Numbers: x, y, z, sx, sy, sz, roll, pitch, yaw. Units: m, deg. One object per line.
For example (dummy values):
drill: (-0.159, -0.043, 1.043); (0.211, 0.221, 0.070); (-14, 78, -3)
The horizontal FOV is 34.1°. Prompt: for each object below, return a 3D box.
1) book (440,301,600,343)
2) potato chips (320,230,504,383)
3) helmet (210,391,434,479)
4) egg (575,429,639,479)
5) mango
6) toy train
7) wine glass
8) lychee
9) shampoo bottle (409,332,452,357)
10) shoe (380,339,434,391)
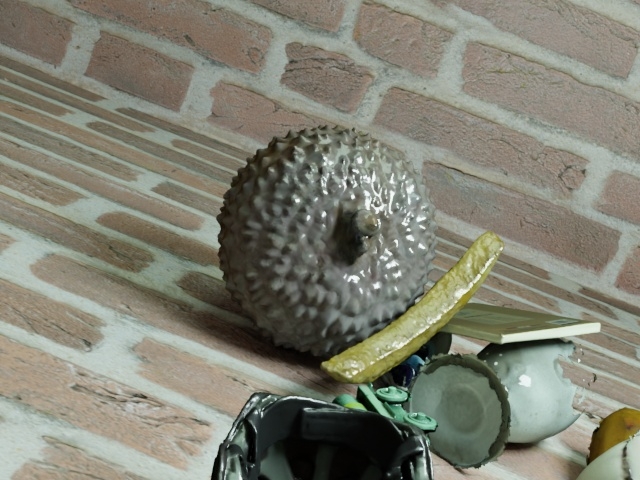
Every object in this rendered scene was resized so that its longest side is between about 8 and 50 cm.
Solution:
book: (0.278, 0.136, 1.749); (0.217, 0.021, 0.310); (-3, 5, -33)
potato chips: (0.157, 0.118, 1.631); (0.057, 0.080, 0.407); (32, 52, 32)
helmet: (-0.006, 0.286, 1.031); (0.225, 0.177, 0.305); (16, 20, 2)
egg: (0.411, 0.395, 1.282); (0.264, 0.174, 0.286); (11, 42, -47)
mango: (0.495, 0.341, 1.629); (0.156, 0.151, 0.248); (-11, 11, 13)
toy train: (0.079, 0.262, 1.464); (0.132, 0.083, 0.200); (4, 10, -17)
wine glass: (0.293, 0.242, 1.659); (0.190, 0.190, 0.357); (30, 19, 33)
lychee: (0.000, 0.000, 1.737); (0.380, 0.380, 0.432); (16, -9, -19)
shampoo bottle: (0.114, 0.150, 1.930); (0.262, 0.085, 0.085); (25, 13, 32)
shoe: (0.158, 0.209, 1.744); (0.092, 0.106, 0.207); (21, 7, -8)
